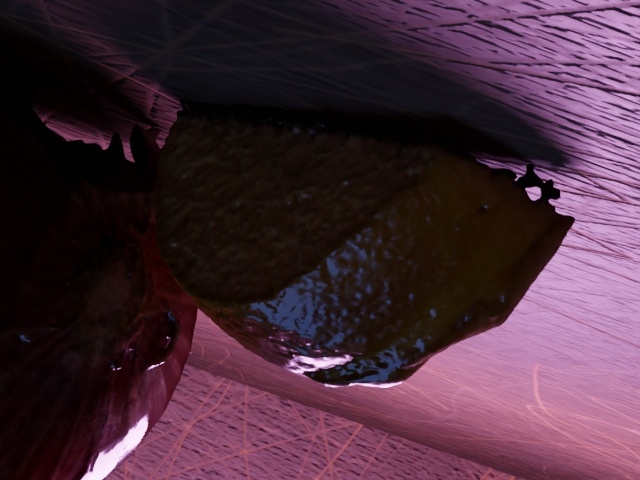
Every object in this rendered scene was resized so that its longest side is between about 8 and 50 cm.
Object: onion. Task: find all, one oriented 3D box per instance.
[{"bbox_3d":[-0.233,0.038,1.034,0.341,0.341,0.341,18,170,3],"label":"onion"}]

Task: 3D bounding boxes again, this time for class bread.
[{"bbox_3d":[0.001,0.009,0.912,0.260,0.134,0.129,7,164,46],"label":"bread"}]
